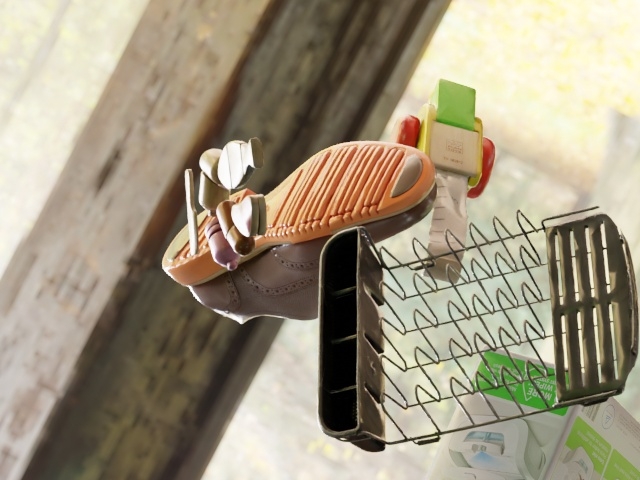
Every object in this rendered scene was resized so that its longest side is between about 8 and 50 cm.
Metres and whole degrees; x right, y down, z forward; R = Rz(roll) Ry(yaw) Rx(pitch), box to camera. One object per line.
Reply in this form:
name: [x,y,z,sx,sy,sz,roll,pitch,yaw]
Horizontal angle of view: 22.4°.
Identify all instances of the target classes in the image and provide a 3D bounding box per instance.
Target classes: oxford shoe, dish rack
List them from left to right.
oxford shoe: [0.000,0.000,1.649,0.364,0.130,0.133,-17,123,46]
dish rack: [0.133,0.067,1.381,0.271,0.208,0.074,-15,144,22]

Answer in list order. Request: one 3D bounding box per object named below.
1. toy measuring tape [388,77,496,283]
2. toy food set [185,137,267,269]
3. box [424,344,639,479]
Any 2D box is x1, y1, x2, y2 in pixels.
toy measuring tape: [0.120,-0.045,1.682,0.121,0.121,0.330,27,-141,-16]
toy food set: [-0.053,-0.020,0.997,0.019,0.078,0.122,-4,180,-24]
box: [0.216,0.264,1.536,0.127,0.231,0.262,14,163,39]
